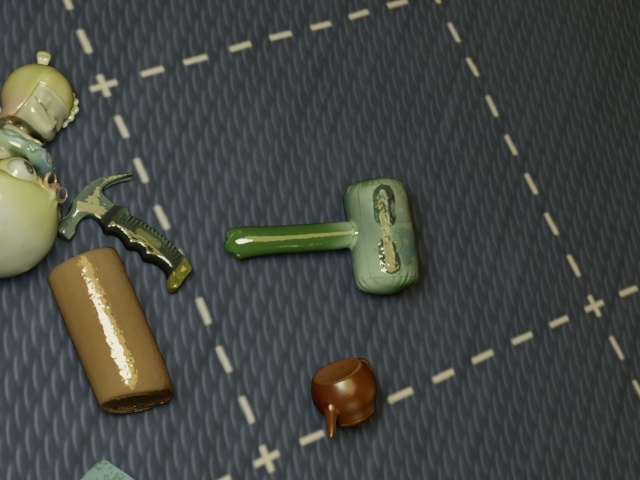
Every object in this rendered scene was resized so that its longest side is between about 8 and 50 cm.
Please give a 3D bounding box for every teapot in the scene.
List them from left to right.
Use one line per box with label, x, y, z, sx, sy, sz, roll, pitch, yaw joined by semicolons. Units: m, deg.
teapot;0.047;0.259;1.625;0.116;0.116;0.173;46;38;1

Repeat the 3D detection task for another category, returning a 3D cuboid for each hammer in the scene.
hammer;-0.309;-0.009;1.630;0.226;0.041;0.159;39;67;-1
hammer;0.000;0.000;1.696;0.335;0.119;0.206;-3;73;-12

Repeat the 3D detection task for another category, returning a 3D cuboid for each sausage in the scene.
sausage;-0.323;0.147;1.526;0.123;0.123;0.253;-22;79;-23

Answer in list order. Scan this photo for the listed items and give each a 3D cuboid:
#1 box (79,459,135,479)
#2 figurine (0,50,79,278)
box;-0.276;0.426;1.400;0.227;0.130;0.162;23;58;37
figurine;-0.509;-0.135;1.553;0.274;0.226;0.394;7;60;15
